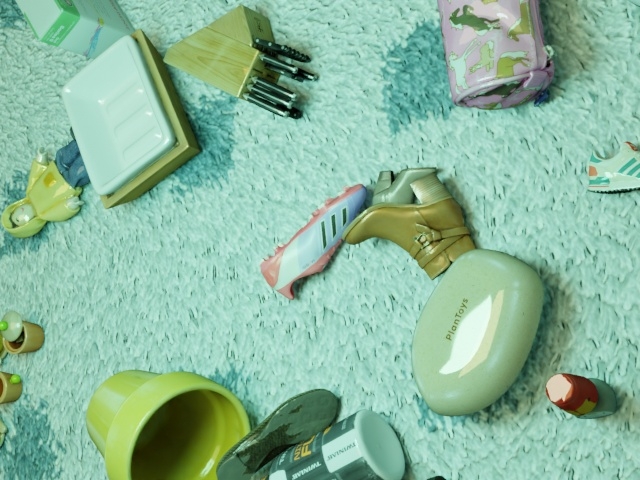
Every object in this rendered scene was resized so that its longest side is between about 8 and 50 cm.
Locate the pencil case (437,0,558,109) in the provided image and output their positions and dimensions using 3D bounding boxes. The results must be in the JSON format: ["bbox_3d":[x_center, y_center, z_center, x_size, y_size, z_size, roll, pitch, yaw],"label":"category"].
[{"bbox_3d":[0.266,-0.399,1.605,0.167,0.160,0.385,-6,77,-1],"label":"pencil case"}]

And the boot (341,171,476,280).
[{"bbox_3d":[0.143,-0.001,1.660,0.197,0.073,0.152,-31,82,19],"label":"boot"}]

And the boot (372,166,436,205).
[{"bbox_3d":[0.142,-0.076,1.712,0.119,0.042,0.086,-4,87,34],"label":"boot"}]

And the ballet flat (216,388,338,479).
[{"bbox_3d":[-0.077,0.335,1.756,0.250,0.058,0.084,-40,100,4],"label":"ballet flat"}]

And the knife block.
[{"bbox_3d":[-0.146,-0.296,1.901,0.276,0.088,0.242,-23,70,28],"label":"knife block"}]

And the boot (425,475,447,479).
[{"bbox_3d":[0.158,0.484,1.602,0.137,0.077,0.197,-28,55,32],"label":"boot"}]

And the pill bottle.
[{"bbox_3d":[0.006,0.384,1.674,0.246,0.130,0.130,-34,66,25],"label":"pill bottle"}]

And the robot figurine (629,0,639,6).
[{"bbox_3d":[0.500,-0.463,1.446,0.174,0.209,0.278,6,85,-6],"label":"robot figurine"}]

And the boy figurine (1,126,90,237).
[{"bbox_3d":[-0.566,-0.118,2.153,0.285,0.092,0.177,-42,65,18],"label":"boy figurine"}]

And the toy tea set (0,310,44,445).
[{"bbox_3d":[-0.727,0.286,2.177,0.200,0.124,0.336,32,101,33],"label":"toy tea set"}]

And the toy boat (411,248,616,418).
[{"bbox_3d":[0.286,0.173,1.530,0.318,0.148,0.267,32,96,40],"label":"toy boat"}]

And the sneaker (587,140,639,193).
[{"bbox_3d":[0.465,-0.110,1.488,0.161,0.057,0.075,-4,86,36],"label":"sneaker"}]

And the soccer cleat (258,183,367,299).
[{"bbox_3d":[0.000,0.000,1.779,0.248,0.083,0.095,-41,92,16],"label":"soccer cleat"}]

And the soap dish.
[{"bbox_3d":[-0.374,-0.235,2.020,0.229,0.118,0.290,-34,66,22],"label":"soap dish"}]

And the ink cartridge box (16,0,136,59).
[{"bbox_3d":[-0.497,-0.458,2.085,0.093,0.212,0.154,-46,62,23],"label":"ink cartridge box"}]

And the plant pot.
[{"bbox_3d":[-0.291,0.341,1.826,0.239,0.254,0.253,18,93,50],"label":"plant pot"}]
